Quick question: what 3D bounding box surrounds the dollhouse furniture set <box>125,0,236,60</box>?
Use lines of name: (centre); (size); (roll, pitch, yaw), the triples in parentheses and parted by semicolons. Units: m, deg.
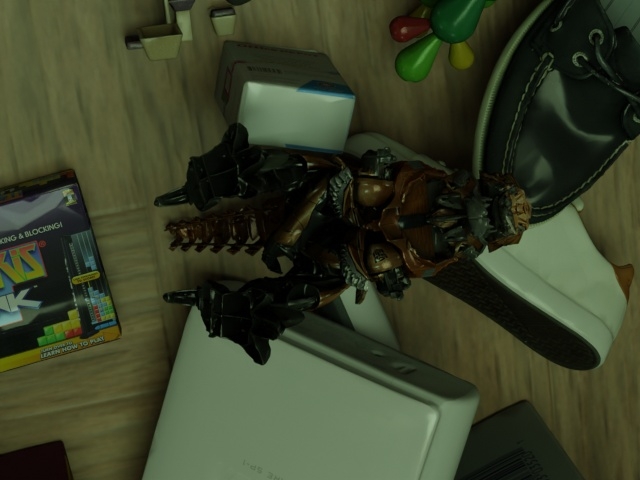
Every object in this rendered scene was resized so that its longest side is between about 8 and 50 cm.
dollhouse furniture set: (-0.108, -0.188, 1.339); (0.091, 0.114, 0.081); (-8, 106, -7)

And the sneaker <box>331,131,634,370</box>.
sneaker: (0.141, -0.017, 1.476); (0.290, 0.106, 0.123); (37, 63, -13)

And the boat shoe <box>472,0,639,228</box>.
boat shoe: (0.243, -0.155, 1.366); (0.127, 0.113, 0.340); (41, 80, -17)

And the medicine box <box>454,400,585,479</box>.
medicine box: (0.211, 0.332, 1.503); (0.149, 0.263, 0.289); (-28, 112, -1)

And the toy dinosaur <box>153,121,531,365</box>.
toy dinosaur: (0.000, 0.000, 1.331); (0.218, 0.322, 0.164); (-12, 75, -47)

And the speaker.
speaker: (0.020, 0.046, 1.477); (0.055, 0.055, 0.136); (-24, 112, -3)

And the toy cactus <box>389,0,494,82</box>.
toy cactus: (0.133, -0.219, 1.351); (0.219, 0.180, 0.112); (-38, 92, -2)

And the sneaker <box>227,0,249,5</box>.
sneaker: (-0.022, -0.319, 1.322); (0.270, 0.090, 0.145); (-44, 114, 8)

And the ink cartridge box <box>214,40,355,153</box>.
ink cartridge box: (-0.030, -0.114, 1.375); (0.088, 0.122, 0.052); (6, 111, -13)

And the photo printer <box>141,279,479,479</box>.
photo printer: (-0.028, 0.218, 1.441); (0.256, 0.107, 0.308); (24, 107, 22)

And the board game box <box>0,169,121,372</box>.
board game box: (-0.262, 0.034, 1.417); (0.170, 0.048, 0.141); (-16, 112, -6)

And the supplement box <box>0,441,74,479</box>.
supplement box: (-0.232, 0.281, 1.478); (0.080, 0.104, 0.188); (-14, 111, -7)
